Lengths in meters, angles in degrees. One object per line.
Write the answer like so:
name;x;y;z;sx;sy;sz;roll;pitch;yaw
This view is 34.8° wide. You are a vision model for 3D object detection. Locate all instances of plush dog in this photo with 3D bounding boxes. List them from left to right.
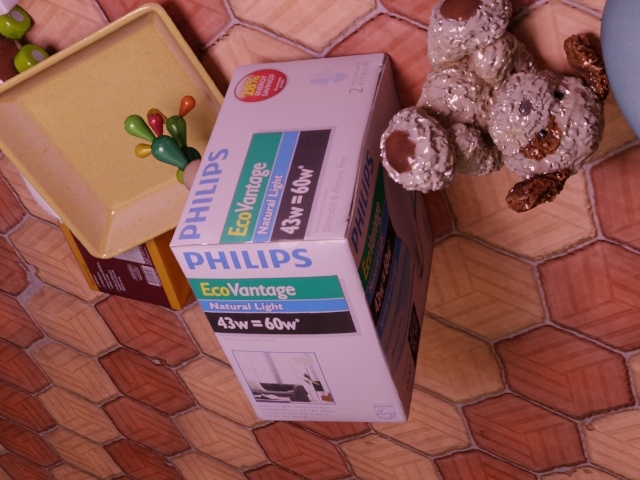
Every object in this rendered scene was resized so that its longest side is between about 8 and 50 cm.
plush dog;0.228;-0.148;1.230;0.225;0.263;0.210;21;177;24

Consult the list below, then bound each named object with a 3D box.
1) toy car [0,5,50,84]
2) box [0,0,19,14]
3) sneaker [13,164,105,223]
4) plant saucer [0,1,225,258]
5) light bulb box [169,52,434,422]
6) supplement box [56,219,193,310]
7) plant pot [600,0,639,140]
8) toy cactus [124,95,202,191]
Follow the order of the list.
toy car;-0.530;-0.259;1.516;0.155;0.188;0.149;-38;75;34
box;-0.514;-0.409;1.425;0.181;0.119;0.181;-2;135;35
sneaker;-0.425;-0.157;1.639;0.293;0.102;0.146;51;131;3
plant saucer;-0.288;-0.166;1.530;0.332;0.081;0.333;-24;124;15
light bulb box;0.000;0.000;1.380;0.225;0.358;0.361;-3;136;17
supplement box;-0.321;-0.001;1.784;0.194;0.129;0.191;11;141;21
plant pot;0.396;-0.205;1.017;0.195;0.290;0.290;44;163;47
toy cactus;-0.168;-0.109;1.428;0.219;0.112;0.180;44;-176;-34
